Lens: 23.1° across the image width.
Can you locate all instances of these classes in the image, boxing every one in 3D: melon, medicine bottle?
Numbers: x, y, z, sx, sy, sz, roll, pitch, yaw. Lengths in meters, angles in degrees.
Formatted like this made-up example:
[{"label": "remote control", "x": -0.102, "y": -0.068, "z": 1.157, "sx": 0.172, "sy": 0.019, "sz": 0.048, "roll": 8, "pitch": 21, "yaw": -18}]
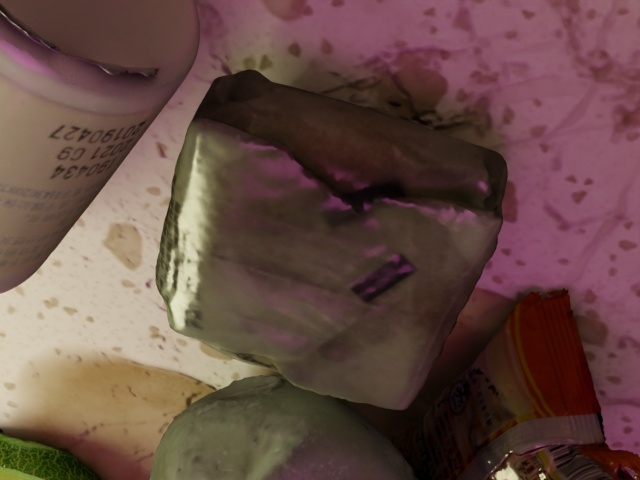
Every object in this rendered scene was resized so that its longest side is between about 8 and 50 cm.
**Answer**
[{"label": "melon", "x": -0.317, "y": 0.243, "z": 1.566, "sx": 0.209, "sy": 0.064, "sz": 0.118, "roll": 15, "pitch": 129, "yaw": -1}, {"label": "medicine bottle", "x": -0.266, "y": -0.085, "z": 1.191, "sx": 0.213, "sy": 0.213, "sz": 0.379, "roll": 34, "pitch": 128, "yaw": -13}]

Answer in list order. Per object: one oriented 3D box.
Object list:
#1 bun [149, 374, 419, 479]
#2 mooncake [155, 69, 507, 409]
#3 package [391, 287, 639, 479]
[{"label": "bun", "x": -0.040, "y": 0.288, "z": 1.371, "sx": 0.354, "sy": 0.194, "sz": 0.354, "roll": 28, "pitch": 127, "yaw": 43}, {"label": "mooncake", "x": 0.000, "y": -0.002, "z": 1.239, "sx": 0.250, "sy": 0.136, "sz": 0.254, "roll": 19, "pitch": 125, "yaw": -3}, {"label": "package", "x": 0.151, "y": 0.195, "z": 1.322, "sx": 0.108, "sy": 0.223, "sz": 0.288, "roll": 5, "pitch": 136, "yaw": -35}]
